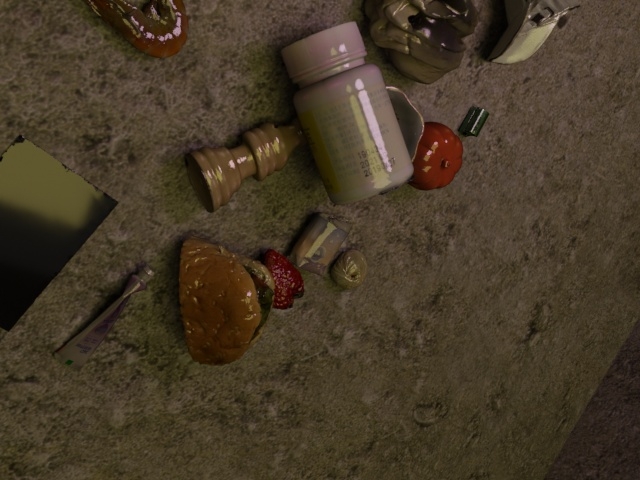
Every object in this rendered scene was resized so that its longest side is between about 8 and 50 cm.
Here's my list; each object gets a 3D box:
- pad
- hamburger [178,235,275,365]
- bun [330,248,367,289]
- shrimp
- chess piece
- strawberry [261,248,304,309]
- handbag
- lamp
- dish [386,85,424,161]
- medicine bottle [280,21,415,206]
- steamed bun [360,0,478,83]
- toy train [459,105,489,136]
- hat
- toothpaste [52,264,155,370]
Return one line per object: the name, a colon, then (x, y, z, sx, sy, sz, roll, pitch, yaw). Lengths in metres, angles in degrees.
pad: (-0.636, -0.007, 1.344, 0.367, 0.007, 0.248, -51, 127, -3)
hamburger: (-0.209, 0.147, 1.526, 0.209, 0.162, 0.329, -3, 109, 12)
bun: (0.087, 0.083, 1.788, 0.115, 0.069, 0.115, -13, 116, -29)
shrimp: (-0.370, -0.466, 1.286, 0.249, 0.068, 0.150, 23, 84, -41)
chess piece: (-0.151, -0.195, 1.508, 0.307, 0.124, 0.138, -29, 91, -23)
strawberry: (-0.113, 0.105, 1.647, 0.131, 0.131, 0.148, -45, 104, -8)
handbag: (0.000, 0.000, 1.691, 0.173, 0.095, 0.117, -56, 143, 7)
lamp: (0.294, -0.224, 1.729, 0.188, 0.164, 0.187, -13, 118, -26)
dish: (0.146, -0.280, 1.648, 0.230, 0.081, 0.229, -2, 99, -12)
medicine bottle: (0.062, -0.284, 1.479, 0.214, 0.213, 0.378, -25, 102, -21)
steamed bun: (0.260, -0.538, 1.555, 0.275, 0.206, 0.320, -50, 130, -7)
toy train: (0.439, -0.336, 1.837, 0.038, 0.056, 0.093, 29, 90, -32)
hat: (0.543, -0.623, 1.752, 0.258, 0.168, 0.301, -7, 139, -51)
toothpaste: (-0.489, 0.176, 1.485, 0.301, 0.048, 0.075, -48, 154, 2)
